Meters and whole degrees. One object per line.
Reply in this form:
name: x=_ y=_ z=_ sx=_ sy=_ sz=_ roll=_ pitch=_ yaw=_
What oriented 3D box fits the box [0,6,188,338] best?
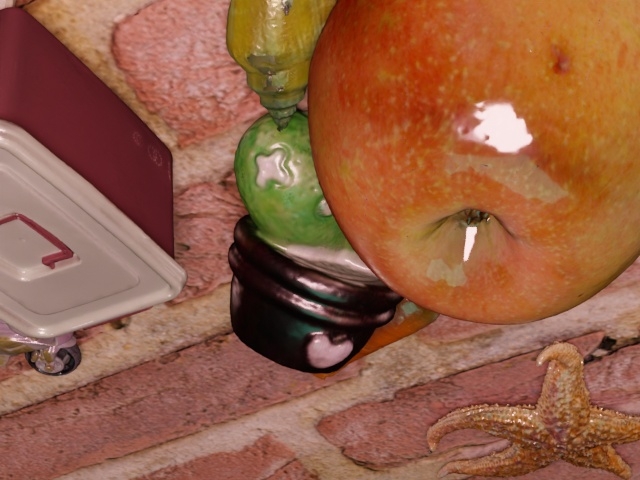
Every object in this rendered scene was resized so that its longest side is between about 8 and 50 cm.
box: x=-0.258 y=-0.056 z=1.026 sx=0.193 sy=0.167 sz=0.294 roll=-17 pitch=143 yaw=22

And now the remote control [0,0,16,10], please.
remote control: x=-0.278 y=-0.260 z=0.932 sx=0.078 sy=0.042 sz=0.221 roll=14 pitch=134 yaw=-10

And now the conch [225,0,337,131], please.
conch: x=-0.031 y=-0.187 z=0.975 sx=0.095 sy=0.079 sz=0.200 roll=-1 pitch=131 yaw=-23

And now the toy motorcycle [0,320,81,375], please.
toy motorcycle: x=-0.358 y=0.080 z=1.271 sx=0.225 sy=0.073 sz=0.152 roll=22 pitch=132 yaw=-20

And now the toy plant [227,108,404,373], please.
toy plant: x=0.000 y=0.000 z=1.111 sx=0.218 sy=0.175 sz=0.235 roll=15 pitch=108 yaw=-22

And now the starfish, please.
starfish: x=0.294 y=0.243 z=1.410 sx=0.303 sy=0.060 sz=0.299 roll=15 pitch=133 yaw=-13

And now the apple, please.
apple: x=0.141 y=-0.092 z=0.911 sx=0.319 sy=0.277 sz=0.319 roll=3 pitch=137 yaw=3

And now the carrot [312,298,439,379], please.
carrot: x=0.047 y=0.083 z=1.242 sx=0.087 sy=0.087 sz=0.193 roll=35 pitch=132 yaw=-29
